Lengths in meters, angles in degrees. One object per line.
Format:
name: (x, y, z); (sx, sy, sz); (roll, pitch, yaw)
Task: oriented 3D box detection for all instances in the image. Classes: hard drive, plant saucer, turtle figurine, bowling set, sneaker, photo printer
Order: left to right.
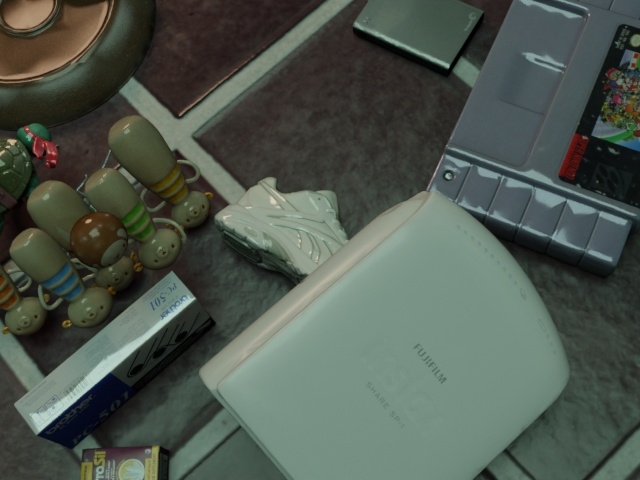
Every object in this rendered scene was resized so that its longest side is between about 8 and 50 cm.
turtle figurine: (-0.362, -0.057, 1.017); (0.175, 0.118, 0.234); (39, 87, 29)
plant saucer: (-0.371, -0.290, 1.142); (0.310, 0.050, 0.311); (-2, 68, 6)
bowling set: (-0.230, 0.021, 0.916); (0.287, 0.154, 0.200); (-39, 32, -5)
sneaker: (0.000, 0.000, 0.968); (0.232, 0.090, 0.115); (33, 72, 16)
photo printer: (0.078, 0.123, 0.856); (0.307, 0.107, 0.256); (-40, 99, -10)
hard drive: (0.121, -0.269, 1.093); (0.135, 0.022, 0.094); (28, 74, 15)

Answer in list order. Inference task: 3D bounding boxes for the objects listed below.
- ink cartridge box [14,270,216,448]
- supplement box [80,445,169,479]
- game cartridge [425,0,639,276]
ink cartridge box: (-0.211, 0.128, 0.934); (0.207, 0.097, 0.046); (-41, 70, -9)
supplement box: (-0.202, 0.243, 0.917); (0.083, 0.043, 0.055); (-4, 70, 5)
game cartridge: (0.290, -0.155, 1.013); (0.230, 0.068, 0.355); (20, 72, 18)
